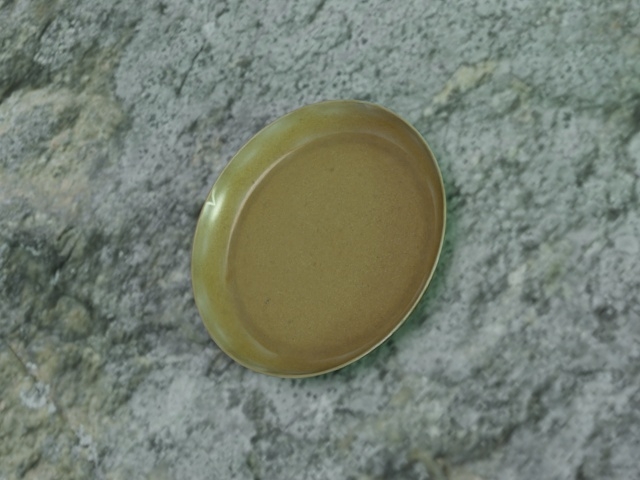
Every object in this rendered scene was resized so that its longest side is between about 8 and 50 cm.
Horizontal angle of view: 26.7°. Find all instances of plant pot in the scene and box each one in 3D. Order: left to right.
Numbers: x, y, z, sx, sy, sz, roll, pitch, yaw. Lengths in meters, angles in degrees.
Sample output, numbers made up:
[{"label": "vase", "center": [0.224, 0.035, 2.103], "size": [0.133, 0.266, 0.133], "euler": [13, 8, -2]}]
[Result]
[{"label": "plant pot", "center": [0.000, 0.000, 1.088], "size": [0.236, 0.032, 0.236], "euler": [-12, 65, 27]}]
